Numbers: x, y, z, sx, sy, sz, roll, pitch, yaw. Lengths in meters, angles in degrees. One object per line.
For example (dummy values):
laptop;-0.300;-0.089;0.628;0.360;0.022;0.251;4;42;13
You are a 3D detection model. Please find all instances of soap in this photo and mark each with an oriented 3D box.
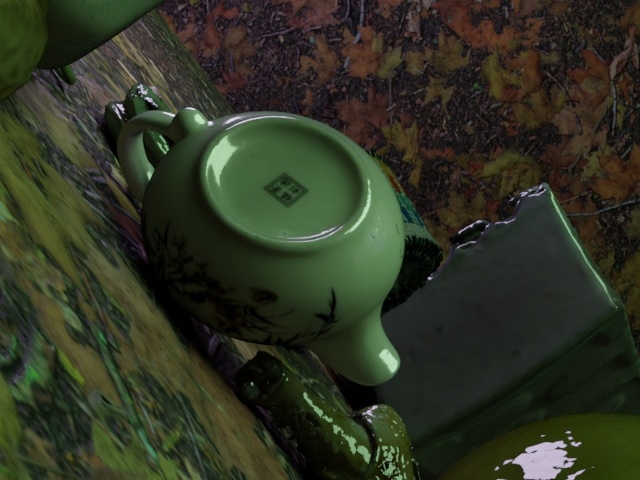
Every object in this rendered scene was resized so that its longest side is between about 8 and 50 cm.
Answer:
soap;0.249;0.184;1.498;0.213;0.350;0.435;55;2;36

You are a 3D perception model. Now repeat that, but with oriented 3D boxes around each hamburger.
hamburger;-0.160;-0.092;1.134;0.140;0.062;0.133;53;2;37

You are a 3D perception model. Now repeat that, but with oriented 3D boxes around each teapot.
teapot;-0.051;-0.017;0.927;0.299;0.208;0.166;34;-26;26

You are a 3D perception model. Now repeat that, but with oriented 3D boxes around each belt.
belt;0.000;0.000;1.222;0.160;0.207;0.295;59;20;18

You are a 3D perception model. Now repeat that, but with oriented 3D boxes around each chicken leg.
chicken leg;0.017;0.163;0.902;0.196;0.080;0.125;53;16;9

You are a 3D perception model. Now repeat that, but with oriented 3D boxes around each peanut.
peanut;-0.211;-0.136;0.668;0.103;0.098;0.229;9;18;-15

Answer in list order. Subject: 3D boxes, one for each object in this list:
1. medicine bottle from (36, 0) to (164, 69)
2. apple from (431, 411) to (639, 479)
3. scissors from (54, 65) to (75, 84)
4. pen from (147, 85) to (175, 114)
medicine bottle;-0.260;-0.327;0.898;0.375;0.123;0.282;53;38;-13
apple;0.179;0.253;0.716;0.292;0.254;0.292;48;5;-5
scissors;-0.283;-0.229;1.026;0.187;0.020;0.133;50;-15;9
pen;-0.202;-0.154;1.414;0.053;0.032;0.197;50;7;-28
